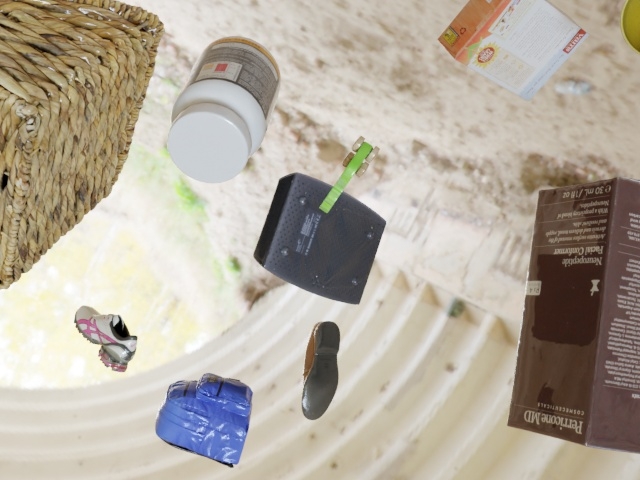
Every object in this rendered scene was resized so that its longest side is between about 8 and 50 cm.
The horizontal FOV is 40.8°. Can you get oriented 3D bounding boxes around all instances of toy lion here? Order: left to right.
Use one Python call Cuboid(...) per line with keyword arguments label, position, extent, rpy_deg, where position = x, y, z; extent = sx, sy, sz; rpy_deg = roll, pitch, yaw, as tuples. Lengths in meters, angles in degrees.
Cuboid(label="toy lion", position=(0.032, -0.082, 1.146), extent=(0.034, 0.096, 0.100), rpy_deg=(35, 162, 0))

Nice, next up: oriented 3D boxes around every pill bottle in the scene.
Cuboid(label="pill bottle", position=(-0.163, -0.225, 1.465), extent=(0.162, 0.162, 0.278), rpy_deg=(27, -146, -11))

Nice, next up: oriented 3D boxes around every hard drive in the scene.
Cuboid(label="hard drive", position=(0.000, 0.000, 1.392), extent=(0.054, 0.172, 0.255), rpy_deg=(14, 173, 41))

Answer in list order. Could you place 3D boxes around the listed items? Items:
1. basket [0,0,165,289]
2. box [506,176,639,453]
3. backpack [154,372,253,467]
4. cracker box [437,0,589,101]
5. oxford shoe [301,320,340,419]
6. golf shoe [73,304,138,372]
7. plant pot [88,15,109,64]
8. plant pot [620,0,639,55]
Cuboid(label="basket", position=(-0.338, -0.139, 0.926), extent=(0.213, 0.223, 0.299), rpy_deg=(33, 136, 3))
Cuboid(label="box", position=(0.406, 0.109, 1.280), extent=(0.143, 0.381, 0.191), rpy_deg=(10, 172, -22))
Cuboid(label="backpack", position=(-0.153, 0.228, 1.142), extent=(0.120, 0.101, 0.098), rpy_deg=(16, -175, -3))
Cuboid(label="cracker box", position=(0.328, -0.344, 1.452), extent=(0.232, 0.155, 0.067), rpy_deg=(16, -147, -44))
Cuboid(label="oxford shoe", position=(-0.006, 0.279, 1.849), extent=(0.076, 0.212, 0.076), rpy_deg=(15, 170, -24))
Cuboid(label="golf shoe", position=(-0.407, 0.171, 1.654), extent=(0.186, 0.086, 0.067), rpy_deg=(38, -169, 37))
Cuboid(label="plant pot", position=(-0.534, -0.254, 1.428), extent=(0.334, 0.333, 0.305), rpy_deg=(27, -146, 21))
Cuboid(label="plant pot", position=(0.522, -0.317, 1.276), extent=(0.134, 0.134, 0.095), rpy_deg=(27, -175, 28))
